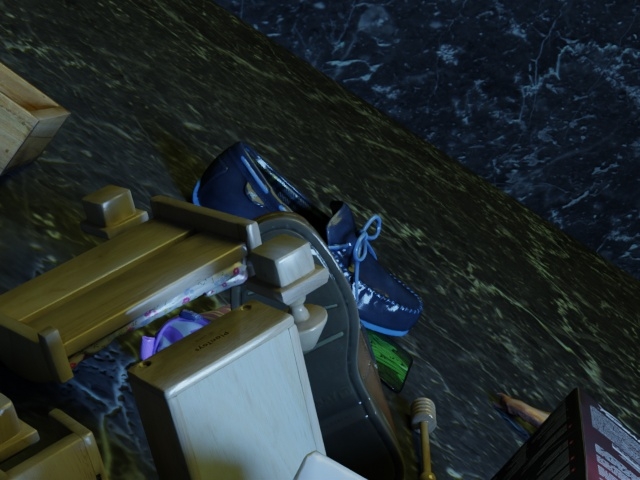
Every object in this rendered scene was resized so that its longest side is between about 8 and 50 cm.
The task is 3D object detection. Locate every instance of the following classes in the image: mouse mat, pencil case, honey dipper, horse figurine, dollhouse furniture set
[{"bbox_3d":[0.038,0.113,1.433,0.189,0.007,0.152,40,16,1],"label":"mouse mat"},{"bbox_3d":[-0.086,0.101,1.067,0.088,0.086,0.206,6,3,22],"label":"pencil case"},{"bbox_3d":[0.116,0.228,1.255,0.030,0.030,0.161,36,20,-10],"label":"honey dipper"},{"bbox_3d":[0.370,0.303,1.534,0.174,0.066,0.263,30,15,-46],"label":"horse figurine"},{"bbox_3d":[-0.165,0.117,0.844,0.303,0.174,0.355,-29,29,-33],"label":"dollhouse furniture set"}]

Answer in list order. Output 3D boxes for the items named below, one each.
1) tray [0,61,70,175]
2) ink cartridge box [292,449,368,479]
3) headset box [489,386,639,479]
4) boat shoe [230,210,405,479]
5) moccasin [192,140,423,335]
[{"bbox_3d":[-0.448,-0.216,1.093,0.411,0.076,0.203,37,4,-8],"label":"tray"},{"bbox_3d":[0.053,0.242,0.575,0.232,0.171,0.168,29,-14,9],"label":"ink cartridge box"},{"bbox_3d":[0.187,0.275,0.929,0.110,0.218,0.293,39,15,2],"label":"headset box"},{"bbox_3d":[-0.010,0.099,1.025,0.104,0.110,0.307,-103,176,-64],"label":"boat shoe"},{"bbox_3d":[0.000,0.000,1.440,0.342,0.117,0.138,32,16,-14],"label":"moccasin"}]
